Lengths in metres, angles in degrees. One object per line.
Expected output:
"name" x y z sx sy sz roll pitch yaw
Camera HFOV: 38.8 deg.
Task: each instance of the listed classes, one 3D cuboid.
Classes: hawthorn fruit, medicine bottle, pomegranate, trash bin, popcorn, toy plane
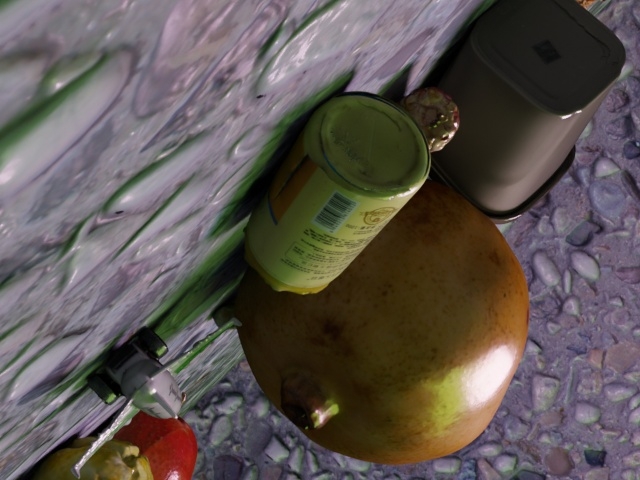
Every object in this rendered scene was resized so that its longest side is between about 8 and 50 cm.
"hawthorn fruit" -0.298 0.363 1.591 0.225 0.196 0.196 -59 -179 -21
"medicine bottle" 0.005 -0.037 0.896 0.124 0.124 0.239 -40 175 -35
"pomegranate" 0.070 0.107 1.228 0.417 0.416 0.416 -43 176 -4
"trash bin" 0.261 -0.185 1.211 0.220 0.219 0.250 -43 169 -22
"popcorn" -0.348 0.389 1.370 0.204 0.183 0.221 -29 -175 -17
"toy plane" -0.206 0.172 1.092 0.251 0.101 0.255 -43 179 -13

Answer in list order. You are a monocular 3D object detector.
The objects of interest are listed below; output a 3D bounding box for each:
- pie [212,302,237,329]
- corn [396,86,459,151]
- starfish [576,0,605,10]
"pie" -0.068 0.111 1.527 0.241 0.054 0.240 -6 -173 1
"corn" 0.116 -0.141 1.120 0.079 0.079 0.237 -44 -176 0
"starfish" 0.383 -0.363 1.433 0.301 0.084 0.293 -41 178 29
